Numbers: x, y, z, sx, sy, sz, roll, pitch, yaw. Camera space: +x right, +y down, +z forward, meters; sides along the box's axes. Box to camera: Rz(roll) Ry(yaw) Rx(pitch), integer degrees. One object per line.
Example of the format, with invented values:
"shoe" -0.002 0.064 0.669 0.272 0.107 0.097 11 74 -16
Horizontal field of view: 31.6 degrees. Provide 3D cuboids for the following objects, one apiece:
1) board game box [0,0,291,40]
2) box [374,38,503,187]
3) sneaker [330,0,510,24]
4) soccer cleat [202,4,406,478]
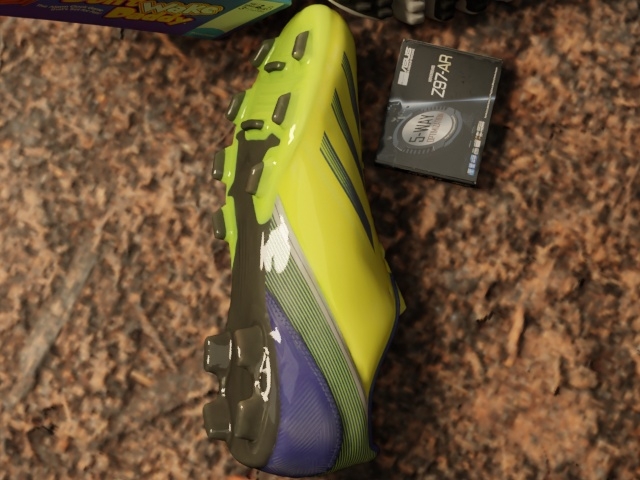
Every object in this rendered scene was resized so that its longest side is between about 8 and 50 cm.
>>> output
"board game box" -0.150 -0.302 0.652 0.078 0.233 0.347 -13 83 45
"box" 0.076 -0.082 0.725 0.067 0.018 0.083 14 86 3
"sneaker" 0.124 -0.223 0.700 0.292 0.110 0.118 -21 77 -8
"soccer cleat" -0.001 0.001 0.700 0.121 0.093 0.289 10 80 -28
